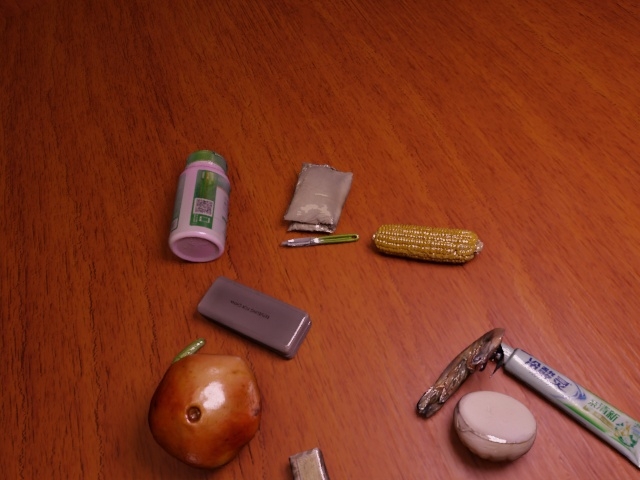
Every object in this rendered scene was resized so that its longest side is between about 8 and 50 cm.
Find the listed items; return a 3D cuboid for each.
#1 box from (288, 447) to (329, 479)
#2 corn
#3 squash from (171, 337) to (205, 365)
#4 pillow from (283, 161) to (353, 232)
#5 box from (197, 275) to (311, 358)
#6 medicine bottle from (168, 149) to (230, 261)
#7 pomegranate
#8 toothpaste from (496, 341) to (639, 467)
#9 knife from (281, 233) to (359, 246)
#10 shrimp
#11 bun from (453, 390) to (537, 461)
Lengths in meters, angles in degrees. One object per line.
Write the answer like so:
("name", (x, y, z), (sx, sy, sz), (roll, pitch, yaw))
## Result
("box", (-0.016, 0.429, 0.912), (0.062, 0.045, 0.098), (-18, 54, 1))
("corn", (0.233, 0.006, 1.118), (0.239, 0.080, 0.080), (4, 58, 18))
("squash", (-0.288, 0.245, 1.104), (0.027, 0.027, 0.089), (32, 67, 28))
("pillow", (-0.004, -0.100, 1.238), (0.134, 0.077, 0.181), (10, 61, 17))
("box", (-0.145, 0.164, 1.108), (0.244, 0.055, 0.103), (20, 63, 23))
("medicine bottle", (-0.294, -0.092, 1.260), (0.134, 0.133, 0.273), (-7, 57, 7))
("pomegranate", (-0.212, 0.312, 0.940), (0.209, 0.209, 0.208), (-6, 56, 8))
("toothpaste", (0.446, 0.280, 0.914), (0.297, 0.048, 0.075), (34, 65, 25))
("knife", (0.000, 0.000, 1.205), (0.184, 0.026, 0.022), (-5, 96, 7))
("shrimp", (0.264, 0.241, 0.923), (0.219, 0.152, 0.046), (-43, 82, -8))
("bun", (0.299, 0.334, 0.884), (0.139, 0.094, 0.138), (1, 24, 0))
